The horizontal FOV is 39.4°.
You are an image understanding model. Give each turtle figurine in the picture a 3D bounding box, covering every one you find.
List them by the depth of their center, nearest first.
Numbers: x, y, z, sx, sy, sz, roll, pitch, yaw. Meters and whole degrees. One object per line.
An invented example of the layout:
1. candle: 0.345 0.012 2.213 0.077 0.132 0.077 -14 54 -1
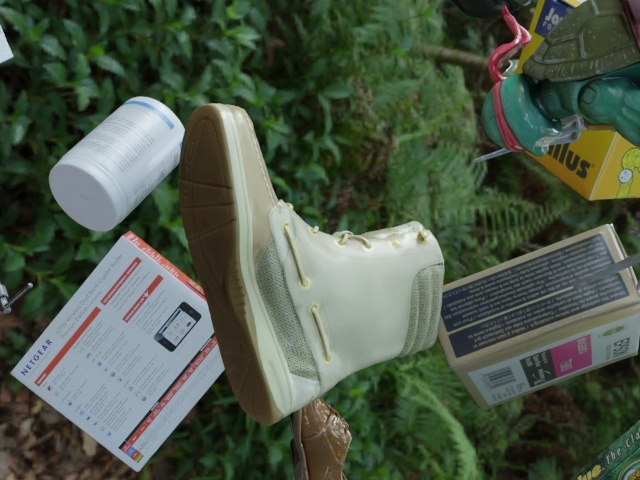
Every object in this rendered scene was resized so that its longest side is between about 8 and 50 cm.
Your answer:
1. turtle figurine: 0.166 -0.070 0.421 0.118 0.234 0.175 52 30 -31

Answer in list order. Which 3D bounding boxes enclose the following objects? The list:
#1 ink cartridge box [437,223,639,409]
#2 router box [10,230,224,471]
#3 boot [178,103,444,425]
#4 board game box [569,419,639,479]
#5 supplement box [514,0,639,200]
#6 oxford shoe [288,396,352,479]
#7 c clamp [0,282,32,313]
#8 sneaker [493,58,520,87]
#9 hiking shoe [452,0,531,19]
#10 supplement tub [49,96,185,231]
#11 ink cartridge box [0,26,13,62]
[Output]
1. ink cartridge box: 0.229 0.090 0.935 0.235 0.193 0.088 48 23 -63
2. router box: -0.346 0.204 1.660 0.301 0.335 0.082 40 4 -5
3. boot: 0.000 0.000 0.757 0.203 0.095 0.262 -18 99 -31
4. board game box: 0.273 0.189 0.664 0.136 0.260 0.030 32 29 -11
5. supplement box: 0.441 -0.183 1.136 0.356 0.194 0.195 -3 123 -28
6. oxford shoe: -0.002 0.214 1.057 0.076 0.076 0.212 -102 -174 -57
7. c clamp: -0.441 0.038 1.157 0.161 0.137 0.022 57 21 22
8. sneaker: 0.302 -0.218 1.340 0.192 0.086 0.064 -83 177 -53
9. hiking shoe: -0.012 -0.216 0.485 0.304 0.132 0.113 34 56 -17
10. supplement tub: -0.166 -0.066 0.747 0.107 0.071 0.071 -53 132 -41
11. ink cartridge box: -0.477 -0.239 1.158 0.088 0.122 0.052 -48 127 -49
